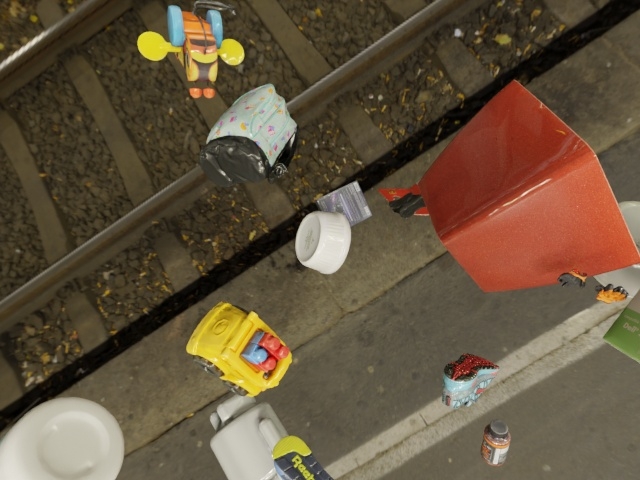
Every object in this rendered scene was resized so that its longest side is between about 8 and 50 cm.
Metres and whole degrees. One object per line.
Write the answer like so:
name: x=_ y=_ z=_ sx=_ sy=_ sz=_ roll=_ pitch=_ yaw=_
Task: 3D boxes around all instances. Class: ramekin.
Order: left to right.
ramekin: x=0.000 y=0.000 z=1.695 sx=0.127 sy=0.273 sz=0.272 roll=13 pitch=79 yaw=-30

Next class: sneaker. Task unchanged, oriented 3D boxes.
sneaker: x=-0.007 y=0.311 z=0.494 sx=0.053 sy=0.059 sz=0.144 roll=-22 pitch=56 yaw=-32
sneaker: x=0.294 y=-0.125 z=1.260 sx=0.170 sy=0.051 sz=0.089 roll=-29 pitch=30 yaw=25
sneaker: x=0.424 y=0.410 z=1.176 sx=0.104 sy=0.262 sz=0.125 roll=21 pitch=104 yaw=46

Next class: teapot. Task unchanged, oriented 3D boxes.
teapot: x=0.741 y=0.047 z=0.962 sx=0.253 sy=0.187 sz=0.255 roll=17 pitch=50 yaw=4

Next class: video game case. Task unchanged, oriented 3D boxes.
video game case: x=0.117 y=-0.158 z=1.978 sx=0.274 sy=0.026 sz=0.195 roll=-29 pitch=98 yaw=-31

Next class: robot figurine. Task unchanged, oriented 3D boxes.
robot figurine: x=-0.179 y=0.617 z=1.167 sx=0.353 sy=0.200 sz=0.299 roll=53 pitch=136 yaw=19

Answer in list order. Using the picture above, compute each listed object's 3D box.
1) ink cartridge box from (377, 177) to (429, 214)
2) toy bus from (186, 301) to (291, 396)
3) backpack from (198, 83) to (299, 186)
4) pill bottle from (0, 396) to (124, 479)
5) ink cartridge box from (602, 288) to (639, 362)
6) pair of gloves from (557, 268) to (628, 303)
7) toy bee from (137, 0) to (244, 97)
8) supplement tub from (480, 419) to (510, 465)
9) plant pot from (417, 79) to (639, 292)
ink cartridge box: x=0.433 y=-0.188 z=1.462 sx=0.386 sy=0.308 sz=0.091 roll=-3 pitch=113 yaw=-8
toy bus: x=-0.139 y=0.249 z=0.881 sx=0.212 sy=0.220 sz=0.149 roll=-4 pitch=43 yaw=43
backpack: x=-0.115 y=-0.184 z=0.709 sx=0.152 sy=0.115 sz=0.181 roll=5 pitch=50 yaw=30
pill bottle: x=-0.407 y=0.346 z=0.562 sx=0.264 sy=0.146 sz=0.146 roll=-43 pitch=74 yaw=19
ink cartridge box: x=0.667 y=0.082 z=0.640 sx=0.207 sy=0.119 sz=0.353 roll=29 pitch=99 yaw=-10
pair of gloves: x=0.390 y=0.068 z=0.585 sx=0.083 sy=0.074 sz=0.010 roll=24 pitch=79 yaw=22
toy bee: x=-0.254 y=-0.369 z=0.795 sx=0.196 sy=0.298 sz=0.162 roll=2 pitch=115 yaw=-7
supplement tub: x=0.741 y=0.850 z=1.714 sx=0.106 sy=0.106 sz=0.197 roll=2 pitch=119 yaw=12
plant pot: x=0.331 y=-0.065 z=0.715 sx=0.236 sy=0.267 sz=0.267 roll=-33 pitch=34 yaw=23
